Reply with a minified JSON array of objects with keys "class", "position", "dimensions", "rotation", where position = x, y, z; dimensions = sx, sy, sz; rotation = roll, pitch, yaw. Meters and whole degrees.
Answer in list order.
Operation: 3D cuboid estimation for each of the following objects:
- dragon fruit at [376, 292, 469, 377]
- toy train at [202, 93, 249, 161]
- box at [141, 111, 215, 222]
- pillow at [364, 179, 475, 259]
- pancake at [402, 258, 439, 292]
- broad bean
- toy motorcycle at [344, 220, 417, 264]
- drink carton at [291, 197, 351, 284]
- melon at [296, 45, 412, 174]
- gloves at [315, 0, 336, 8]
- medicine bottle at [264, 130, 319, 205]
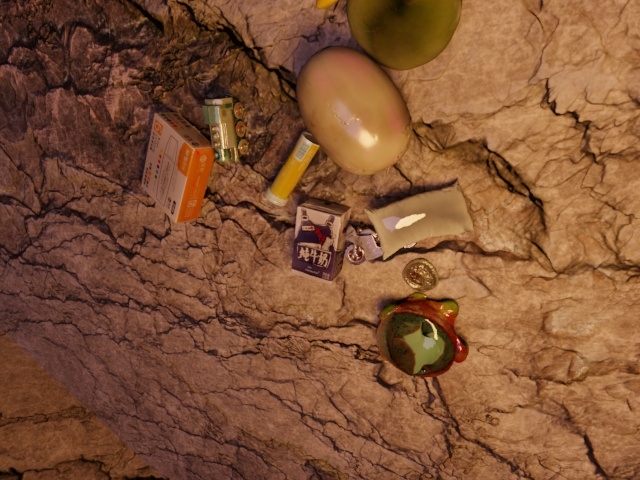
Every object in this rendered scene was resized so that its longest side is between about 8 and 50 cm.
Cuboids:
[{"class":"dragon fruit","position":[0.285,0.284,1.201],"dimensions":[0.268,0.130,0.295],"rotation":[38,122,10]},{"class":"toy train","position":[-0.269,-0.311,1.169],"dimensions":[0.080,0.125,0.194],"rotation":[9,115,24]},{"class":"box","position":[-0.443,-0.225,1.273],"dimensions":[0.220,0.091,0.274],"rotation":[39,123,24]},{"class":"pillow","position":[0.254,-0.049,1.055],"dimensions":[0.253,0.078,0.145],"rotation":[-17,105,8]},{"class":"pancake","position":[0.288,0.102,1.177],"dimensions":[0.107,0.017,0.108],"rotation":[12,118,23]},{"class":"broad bean","position":[0.170,-0.482,0.850],"dimensions":[0.237,0.119,0.291],"rotation":[11,155,8]},{"class":"toy motorcycle","position":[0.159,-0.011,1.150],"dimensions":[0.215,0.080,0.123],"rotation":[-19,103,18]},{"class":"drink carton","position":[0.001,0.000,1.208],"dimensions":[0.134,0.102,0.223],"rotation":[16,116,19]},{"class":"melon","position":[0.080,-0.297,0.965],"dimensions":[0.223,0.223,0.317],"rotation":[-35,94,31]},{"class":"gloves","position":[0.096,-0.614,0.905],"dimensions":[0.294,0.116,0.133],"rotation":[-4,84,34]},{"class":"medicine bottle","position":[-0.078,-0.200,1.168],"dimensions":[0.073,0.074,0.218],"rotation":[38,120,3]}]
